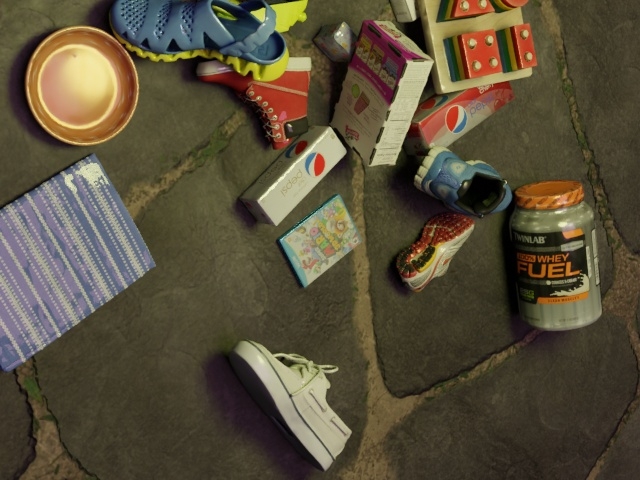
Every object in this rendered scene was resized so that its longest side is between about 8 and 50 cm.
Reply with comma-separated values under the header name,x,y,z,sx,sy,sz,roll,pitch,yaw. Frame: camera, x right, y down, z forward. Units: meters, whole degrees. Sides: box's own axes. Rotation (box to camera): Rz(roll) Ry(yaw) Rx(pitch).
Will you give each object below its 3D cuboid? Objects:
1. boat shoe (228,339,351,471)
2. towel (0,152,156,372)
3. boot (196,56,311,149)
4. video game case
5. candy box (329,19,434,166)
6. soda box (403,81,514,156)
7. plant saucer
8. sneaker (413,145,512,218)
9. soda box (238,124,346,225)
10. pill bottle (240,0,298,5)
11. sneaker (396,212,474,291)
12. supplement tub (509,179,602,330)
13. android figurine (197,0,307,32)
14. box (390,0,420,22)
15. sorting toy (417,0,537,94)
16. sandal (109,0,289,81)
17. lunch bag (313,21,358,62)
name,x,y,z,sx,sy,sz,roll,pitch,yaw
boat shoe,-0.035,0.292,1.995,0.156,0.136,0.367,-46,123,-20
towel,-0.467,0.037,1.721,0.336,0.040,0.243,-37,115,-27
boot,-0.120,-0.255,1.880,0.244,0.088,0.176,-5,102,-38
video game case,0.000,0.000,2.045,0.166,0.015,0.119,-38,117,-24
candy box,0.113,-0.280,1.935,0.071,0.159,0.233,-5,131,-34
soda box,0.287,-0.278,2.151,0.263,0.092,0.083,-36,114,-25
plant saucer,-0.405,-0.261,1.709,0.200,0.037,0.200,-5,100,-34
sneaker,0.328,-0.096,2.135,0.330,0.147,0.130,10,114,-55
soda box,-0.052,-0.127,1.952,0.216,0.074,0.069,-48,120,-19
pill bottle,-0.064,-0.469,1.733,0.122,0.219,0.123,-5,100,-32
sneaker,0.249,0.022,2.192,0.225,0.088,0.093,-40,138,-23
supplement tub,0.536,0.032,2.313,0.193,0.193,0.316,-19,107,-31
android figurine,-0.128,-0.481,1.854,0.273,0.056,0.248,12,90,-35
box,0.201,-0.639,2.056,0.232,0.058,0.322,-35,117,-25
sorting toy,0.335,-0.449,2.068,0.257,0.089,0.255,-15,97,-31
sandal,-0.199,-0.372,1.725,0.317,0.138,0.126,6,65,-12
lunch bag,0.041,-0.384,1.978,0.083,0.071,0.053,44,69,-30
